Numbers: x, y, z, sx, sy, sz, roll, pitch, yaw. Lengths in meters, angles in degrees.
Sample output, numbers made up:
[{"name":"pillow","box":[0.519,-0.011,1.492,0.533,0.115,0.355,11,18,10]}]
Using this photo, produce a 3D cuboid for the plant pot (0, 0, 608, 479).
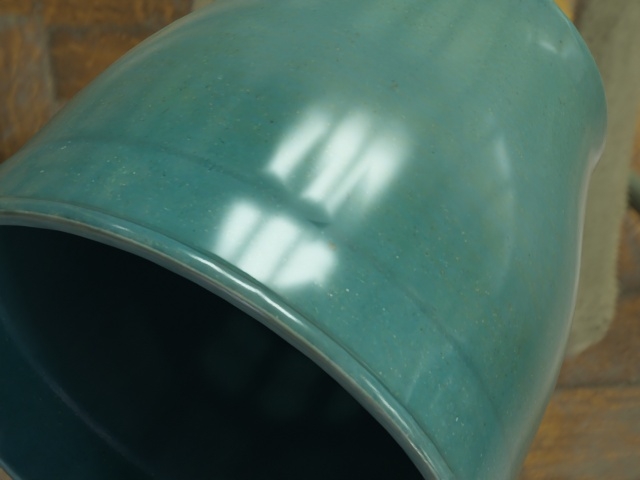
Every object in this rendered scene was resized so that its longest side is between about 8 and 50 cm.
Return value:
[{"name":"plant pot","box":[0.000,0.000,0.780,0.272,0.271,0.255,35,57,0]}]
